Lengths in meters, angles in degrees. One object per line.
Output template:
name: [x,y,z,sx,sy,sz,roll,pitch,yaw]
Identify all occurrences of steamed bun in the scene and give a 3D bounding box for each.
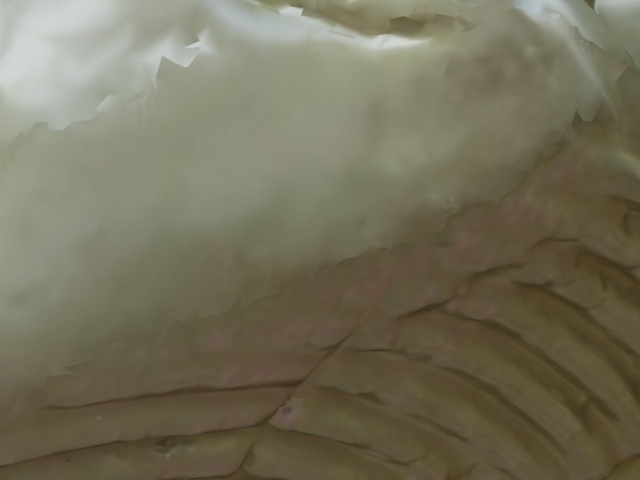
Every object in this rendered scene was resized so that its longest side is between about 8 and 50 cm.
steamed bun: [0.010,-0.001,0.485,0.275,0.206,0.320,-34,-38,5]
